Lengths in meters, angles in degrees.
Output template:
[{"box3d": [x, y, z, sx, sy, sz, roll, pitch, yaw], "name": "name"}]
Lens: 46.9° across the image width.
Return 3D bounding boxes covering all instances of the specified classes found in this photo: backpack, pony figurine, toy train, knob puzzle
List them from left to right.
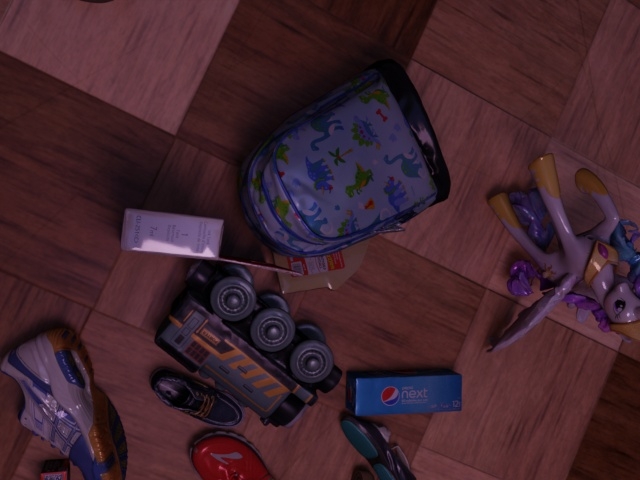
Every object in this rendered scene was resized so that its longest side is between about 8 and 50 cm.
[{"box3d": [-0.124, 0.182, 1.281, 0.334, 0.142, 0.190, 41, 94, -14], "name": "toy train"}, {"box3d": [0.000, 0.000, 1.348, 0.213, 0.030, 0.213, 5, 74, -16], "name": "knob puzzle"}, {"box3d": [0.031, -0.116, 1.256, 0.356, 0.273, 0.290, -25, 101, -6], "name": "backpack"}, {"box3d": [0.447, 0.053, 1.345, 0.303, 0.351, 0.363, -20, 78, -17], "name": "pony figurine"}]

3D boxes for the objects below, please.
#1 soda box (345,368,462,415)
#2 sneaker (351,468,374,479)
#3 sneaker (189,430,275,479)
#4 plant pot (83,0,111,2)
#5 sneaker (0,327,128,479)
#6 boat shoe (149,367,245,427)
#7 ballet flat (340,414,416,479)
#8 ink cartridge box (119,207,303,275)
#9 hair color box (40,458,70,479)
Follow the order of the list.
[{"box3d": [0.156, 0.283, 1.384, 0.210, 0.067, 0.071, 1, 91, -15], "name": "soda box"}, {"box3d": [0.103, 0.521, 1.384, 0.086, 0.064, 0.192, 1, 91, -23], "name": "sneaker"}, {"box3d": [-0.113, 0.445, 1.292, 0.107, 0.118, 0.279, -44, 101, -10], "name": "sneaker"}, {"box3d": [-0.363, -0.583, 1.125, 0.323, 0.323, 0.280, 33, 67, -13], "name": "plant pot"}, {"box3d": [-0.423, 0.295, 1.228, 0.131, 0.112, 0.296, -20, 95, 4], "name": "sneaker"}, {"box3d": [-0.211, 0.283, 1.279, 0.183, 0.083, 0.065, 29, 84, -14], "name": "boat shoe"}, {"box3d": [0.115, 0.396, 1.382, 0.074, 0.074, 0.203, -36, 94, -11], "name": "ballet flat"}, {"box3d": [-0.182, -0.001, 1.170, 0.261, 0.296, 0.066, 8, 89, -15], "name": "ink cartridge box"}, {"box3d": [-0.441, 0.445, 1.230, 0.043, 0.072, 0.141, 0, 92, -14], "name": "hair color box"}]
